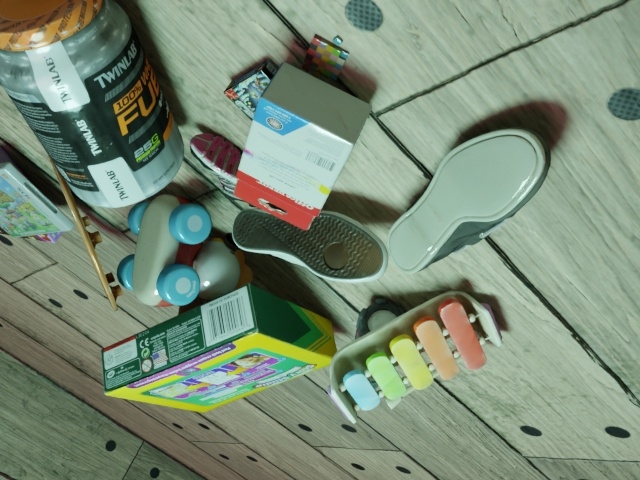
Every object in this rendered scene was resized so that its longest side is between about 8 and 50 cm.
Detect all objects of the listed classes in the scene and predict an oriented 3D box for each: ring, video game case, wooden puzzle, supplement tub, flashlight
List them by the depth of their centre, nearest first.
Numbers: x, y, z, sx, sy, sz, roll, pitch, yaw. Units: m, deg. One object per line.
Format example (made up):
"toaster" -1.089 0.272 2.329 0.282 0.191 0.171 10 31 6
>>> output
"wooden puzzle" 0.006 -0.235 0.901 0.049 0.006 0.083 28 149 -3
"supplement tub" -0.332 -0.212 1.001 0.194 0.193 0.316 13 147 21
"ring" -0.453 -0.021 1.358 0.336 0.032 0.336 53 157 35
"flashlight" 0.114 0.225 1.425 0.103 0.103 0.304 47 160 23
"video game case" -0.658 -0.080 1.486 0.212 0.023 0.193 -4 138 34

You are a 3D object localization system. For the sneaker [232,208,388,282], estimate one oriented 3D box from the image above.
"sneaker" 0.000 0.000 1.166 0.290 0.106 0.123 17 -176 32

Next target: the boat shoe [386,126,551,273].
"boat shoe" 0.206 -0.058 0.959 0.112 0.095 0.335 61 146 12

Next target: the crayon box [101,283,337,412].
"crayon box" -0.194 0.232 1.411 0.363 0.106 0.313 -24 152 21

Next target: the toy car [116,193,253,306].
"toy car" -0.231 0.032 1.349 0.238 0.210 0.219 13 176 -39

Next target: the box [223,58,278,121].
"box" -0.061 -0.187 1.000 0.137 0.027 0.094 43 146 -26

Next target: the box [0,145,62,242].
"box" -0.727 -0.116 1.557 0.201 0.057 0.293 8 144 26

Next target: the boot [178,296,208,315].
"boot" -0.263 0.200 1.656 0.073 0.197 0.152 2 180 27

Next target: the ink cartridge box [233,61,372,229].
"ink cartridge box" -0.034 -0.121 0.976 0.134 0.078 0.231 27 147 -2

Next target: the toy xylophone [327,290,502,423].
"toy xylophone" 0.174 0.216 1.253 0.323 0.081 0.236 -35 131 8

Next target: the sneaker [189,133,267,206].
"sneaker" -0.148 -0.107 1.147 0.170 0.063 0.075 33 142 -20
